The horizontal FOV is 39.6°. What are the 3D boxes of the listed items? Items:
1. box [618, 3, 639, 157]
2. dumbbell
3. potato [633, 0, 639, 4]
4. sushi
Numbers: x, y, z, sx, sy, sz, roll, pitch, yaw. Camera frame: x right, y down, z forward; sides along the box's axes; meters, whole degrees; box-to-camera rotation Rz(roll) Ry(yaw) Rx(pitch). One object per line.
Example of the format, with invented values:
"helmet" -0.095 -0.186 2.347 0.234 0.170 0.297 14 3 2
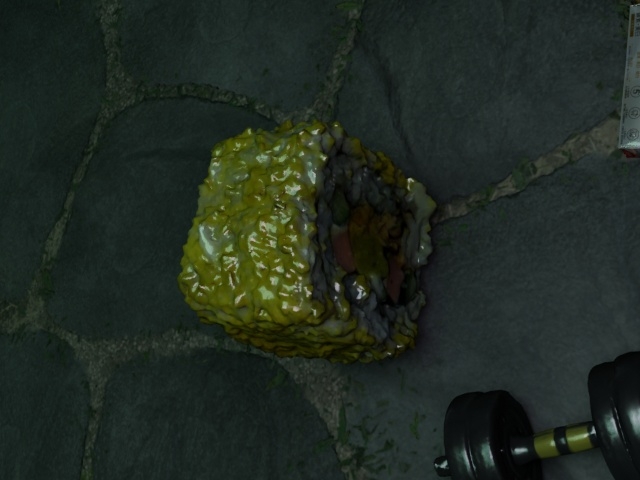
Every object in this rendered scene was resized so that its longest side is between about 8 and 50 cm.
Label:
"box" 0.463 -0.231 1.284 0.039 0.055 0.218 2 82 33
"dumbbell" 0.327 0.267 1.191 0.388 0.185 0.185 -21 68 29
"potato" 0.488 -0.378 1.307 0.051 0.040 0.083 25 82 15
"sushi" 0.000 0.000 1.352 0.240 0.396 0.351 -8 66 35
